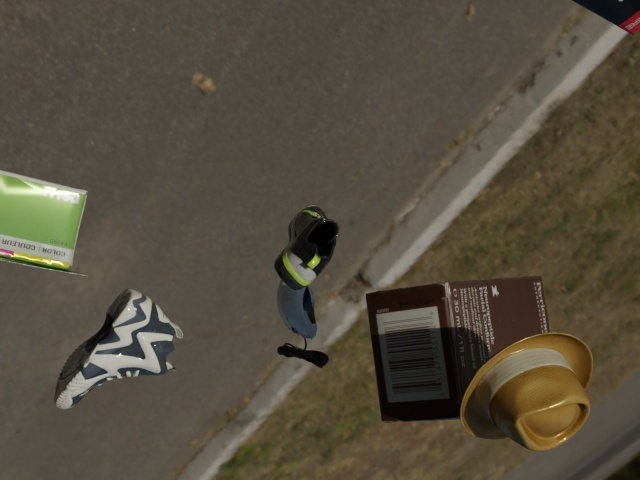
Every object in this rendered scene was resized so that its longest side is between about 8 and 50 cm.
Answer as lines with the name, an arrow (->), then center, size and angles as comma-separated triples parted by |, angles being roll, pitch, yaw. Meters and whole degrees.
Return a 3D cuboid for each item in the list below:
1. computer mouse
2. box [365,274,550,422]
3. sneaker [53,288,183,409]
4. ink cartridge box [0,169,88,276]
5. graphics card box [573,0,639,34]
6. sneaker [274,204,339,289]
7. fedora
computer mouse -> -0.043, 0.139, 1.511 | 0.042, 0.106, 0.193 | -39, 133, -37
box -> 0.230, 0.158, 1.362 | 0.143, 0.191, 0.381 | -10, 175, 31
sneaker -> -0.322, 0.208, 1.467 | 0.153, 0.094, 0.235 | 36, 89, -26
ink cartridge box -> -0.350, -0.031, 0.950 | 0.189, 0.255, 0.097 | 14, 87, -25
graphics card box -> 0.312, -0.447, 1.192 | 0.371, 0.232, 0.094 | 16, 143, -33
sneaker -> 0.000, 0.000, 1.430 | 0.097, 0.084, 0.234 | -37, -163, 25
fedora -> 0.266, 0.200, 1.082 | 0.194, 0.079, 0.194 | -12, 128, -17
